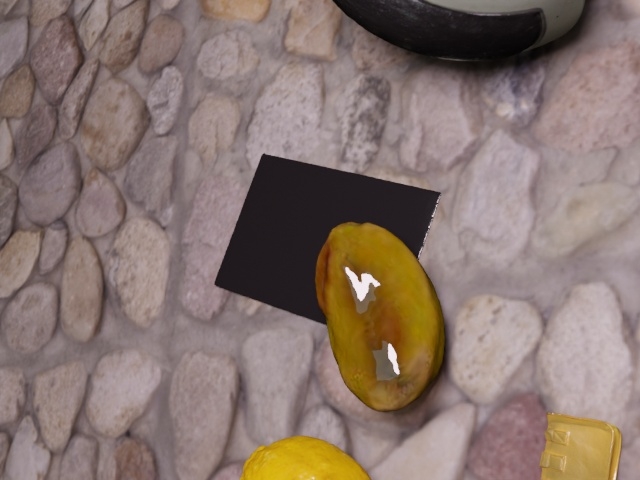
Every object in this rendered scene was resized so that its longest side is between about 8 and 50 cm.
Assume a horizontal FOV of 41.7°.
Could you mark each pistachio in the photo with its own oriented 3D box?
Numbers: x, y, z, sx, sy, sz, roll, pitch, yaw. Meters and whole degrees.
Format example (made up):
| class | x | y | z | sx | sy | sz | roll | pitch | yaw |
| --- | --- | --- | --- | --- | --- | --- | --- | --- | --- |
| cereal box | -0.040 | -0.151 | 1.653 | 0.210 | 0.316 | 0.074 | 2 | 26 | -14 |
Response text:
| class | x | y | z | sx | sy | sz | roll | pitch | yaw |
| --- | --- | --- | --- | --- | --- | --- | --- | --- | --- |
| pistachio | 0.059 | 0.070 | 0.794 | 0.110 | 0.100 | 0.189 | -14 | 62 | -8 |

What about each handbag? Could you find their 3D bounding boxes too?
| class | x | y | z | sx | sy | sz | roll | pitch | yaw |
| --- | --- | --- | --- | --- | --- | --- | --- | --- | --- |
| handbag | 0.212 | 0.188 | 0.696 | 0.061 | 0.027 | 0.083 | 6 | 79 | 35 |

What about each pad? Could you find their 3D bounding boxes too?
| class | x | y | z | sx | sy | sz | roll | pitch | yaw |
| --- | --- | --- | --- | --- | --- | --- | --- | --- | --- |
| pad | 0.000 | 0.000 | 0.913 | 0.246 | 0.006 | 0.170 | 15 | 84 | 36 |

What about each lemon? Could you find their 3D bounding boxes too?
| class | x | y | z | sx | sy | sz | roll | pitch | yaw |
| --- | --- | --- | --- | --- | --- | --- | --- | --- | --- |
| lemon | -0.013 | 0.241 | 0.777 | 0.155 | 0.114 | 0.114 | 20 | 86 | 41 |

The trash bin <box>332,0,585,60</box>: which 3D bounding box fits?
| class | x | y | z | sx | sy | sz | roll | pitch | yaw |
| --- | --- | --- | --- | --- | --- | --- | --- | --- | --- |
| trash bin | 0.154 | -0.381 | 0.772 | 0.280 | 0.280 | 0.431 | 18 | 82 | 36 |
